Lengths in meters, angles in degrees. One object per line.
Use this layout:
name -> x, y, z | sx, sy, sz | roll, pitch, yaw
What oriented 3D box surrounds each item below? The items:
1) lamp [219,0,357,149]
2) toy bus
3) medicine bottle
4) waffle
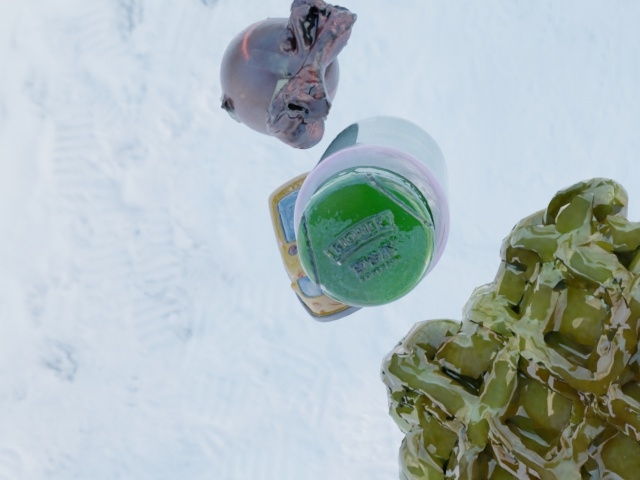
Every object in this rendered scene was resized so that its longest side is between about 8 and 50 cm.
lamp -> -0.051, -0.200, 1.306 | 0.151, 0.223, 0.215 | 13, 71, -4
toy bus -> 0.000, 0.000, 1.487 | 0.126, 0.136, 0.209 | -27, 45, 11
medicine bottle -> 0.048, -0.030, 0.931 | 0.133, 0.274, 0.133 | 2, 104, 7
waffle -> 0.117, 0.097, 0.333 | 0.254, 0.052, 0.245 | -34, 66, 42
